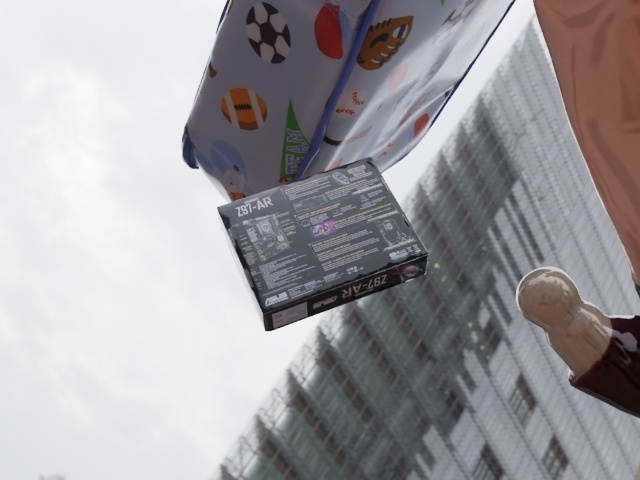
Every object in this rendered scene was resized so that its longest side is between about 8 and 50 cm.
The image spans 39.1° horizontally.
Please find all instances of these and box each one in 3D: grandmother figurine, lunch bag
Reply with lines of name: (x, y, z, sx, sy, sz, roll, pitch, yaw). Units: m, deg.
grandmother figurine: (0.189, 0.011, 0.432, 0.104, 0.207, 0.342, 149, -78, -80)
lunch bag: (0.036, -0.141, 0.628, 0.115, 0.243, 0.303, 47, -39, 10)

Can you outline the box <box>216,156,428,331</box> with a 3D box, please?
box: (0.000, 0.000, 0.432, 0.018, 0.083, 0.067, 88, -22, -54)
